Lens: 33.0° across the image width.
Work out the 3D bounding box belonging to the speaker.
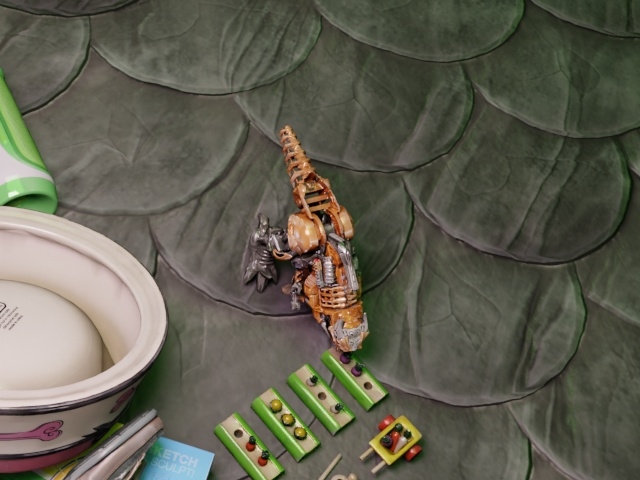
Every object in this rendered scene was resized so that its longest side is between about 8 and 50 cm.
[{"bbox_3d":[-0.503,-0.154,1.641,0.131,0.131,0.296,-19,63,-24],"label":"speaker"}]

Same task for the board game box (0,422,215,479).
[{"bbox_3d":[-0.323,0.342,1.389,0.317,0.064,0.242,18,54,-2],"label":"board game box"}]

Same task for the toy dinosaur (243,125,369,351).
[{"bbox_3d":[0.000,0.000,1.590,0.164,0.218,0.321,8,82,-20],"label":"toy dinosaur"}]

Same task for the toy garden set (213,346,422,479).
[{"bbox_3d":[0.009,0.271,1.528,0.244,0.049,0.204,-32,69,-30],"label":"toy garden set"}]

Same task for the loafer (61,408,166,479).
[{"bbox_3d":[-0.288,0.319,1.331,0.267,0.096,0.084,-39,92,-25],"label":"loafer"}]

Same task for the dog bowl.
[{"bbox_3d":[-0.410,0.127,1.391,0.408,0.150,0.408,13,32,-9],"label":"dog bowl"}]
